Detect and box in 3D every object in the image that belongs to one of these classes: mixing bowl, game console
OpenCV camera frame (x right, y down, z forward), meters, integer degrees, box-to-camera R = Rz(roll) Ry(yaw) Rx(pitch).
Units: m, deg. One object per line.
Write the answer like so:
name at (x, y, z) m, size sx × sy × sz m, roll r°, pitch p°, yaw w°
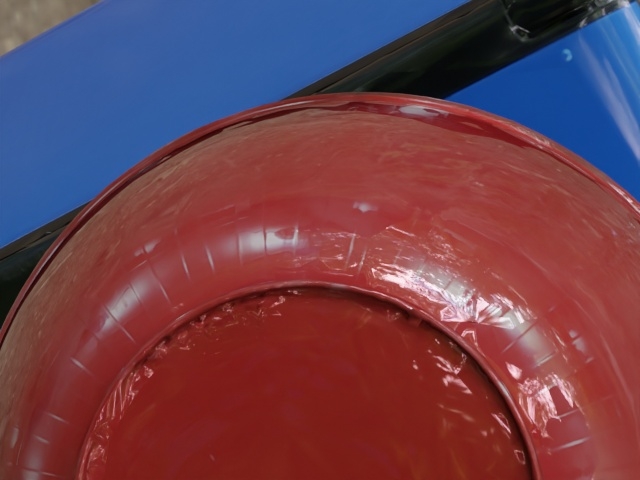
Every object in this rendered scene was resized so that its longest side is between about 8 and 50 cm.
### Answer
mixing bowl at (0.003, 0.052, 0.400) m, size 0.181 × 0.098 × 0.181 m, roll -1°, pitch 85°, yaw 7°
game console at (0.000, 0.000, 0.716) m, size 0.293 × 0.173 × 0.250 m, roll -27°, pitch 92°, yaw 15°
